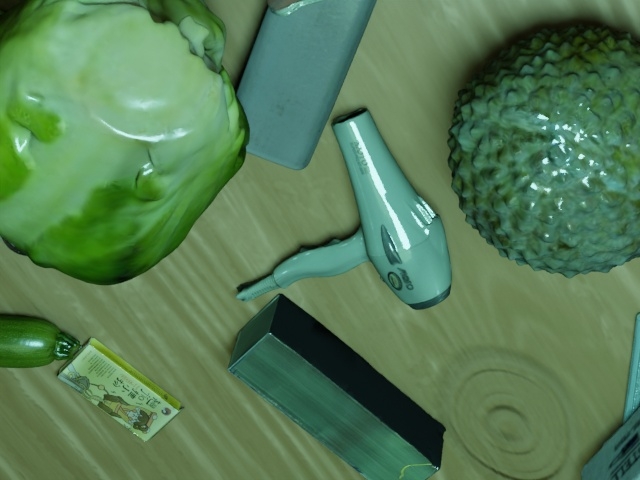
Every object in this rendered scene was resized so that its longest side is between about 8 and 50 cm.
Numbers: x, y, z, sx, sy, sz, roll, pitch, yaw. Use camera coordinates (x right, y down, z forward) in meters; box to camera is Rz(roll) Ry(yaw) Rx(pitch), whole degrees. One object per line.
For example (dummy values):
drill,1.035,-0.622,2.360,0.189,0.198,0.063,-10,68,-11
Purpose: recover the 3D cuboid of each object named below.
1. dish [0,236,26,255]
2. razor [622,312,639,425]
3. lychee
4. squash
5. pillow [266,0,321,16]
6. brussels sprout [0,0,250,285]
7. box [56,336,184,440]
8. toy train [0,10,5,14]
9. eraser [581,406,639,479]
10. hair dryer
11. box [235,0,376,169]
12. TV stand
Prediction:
dish,-0.291,-0.074,1.581,0.190,0.066,0.191,-9,112,-24
razor,0.369,0.176,1.678,0.084,0.036,0.211,-1,115,-1
lychee,0.250,-0.088,1.415,0.255,0.274,0.255,0,89,12
squash,-0.419,0.121,1.736,0.258,0.069,0.069,-1,120,8
pillow,0.023,-0.309,1.369,0.179,0.075,0.171,-12,80,20
brussels sprout,-0.206,-0.112,1.371,0.314,0.371,0.276,-36,91,-6
box,-0.247,0.187,1.777,0.149,0.020,0.073,38,118,-15
toy train,-0.436,-0.148,1.550,0.202,0.120,0.301,21,121,-8
eraser,0.432,0.185,1.600,0.077,0.111,0.352,33,112,-12
hair dryer,0.007,-0.033,1.588,0.267,0.092,0.229,0,113,19
box,-0.020,-0.194,1.497,0.103,0.055,0.244,21,121,-4
TV stand,0.023,0.187,1.698,0.269,0.088,0.083,40,117,-15
